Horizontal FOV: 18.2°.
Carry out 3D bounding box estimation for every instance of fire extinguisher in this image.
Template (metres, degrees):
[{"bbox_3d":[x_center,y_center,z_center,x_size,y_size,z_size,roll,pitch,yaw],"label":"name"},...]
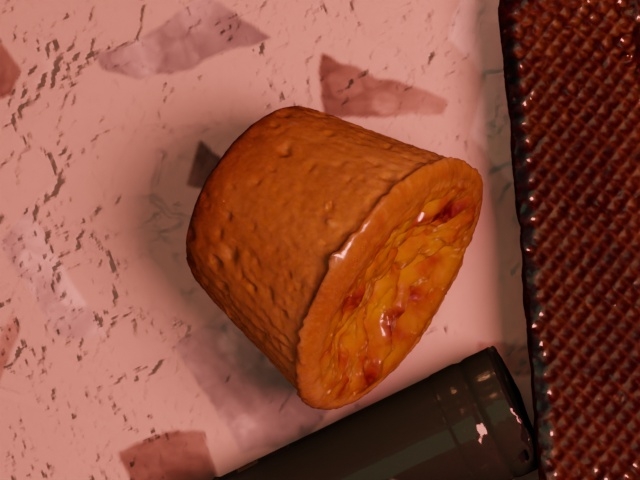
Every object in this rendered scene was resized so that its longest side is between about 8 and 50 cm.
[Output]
[{"bbox_3d":[0.001,0.183,1.406,0.311,0.114,0.095,-27,85,8],"label":"fire extinguisher"}]

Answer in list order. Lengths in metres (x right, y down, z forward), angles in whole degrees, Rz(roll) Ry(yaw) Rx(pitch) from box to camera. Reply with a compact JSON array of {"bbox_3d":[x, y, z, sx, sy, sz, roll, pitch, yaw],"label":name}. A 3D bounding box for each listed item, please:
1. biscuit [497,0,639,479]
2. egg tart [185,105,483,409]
[{"bbox_3d":[0.197,-0.002,1.400,0.107,0.073,0.388,-8,78,20],"label":"biscuit"},{"bbox_3d":[0.000,0.000,1.395,0.147,0.202,0.202,33,89,22],"label":"egg tart"}]
